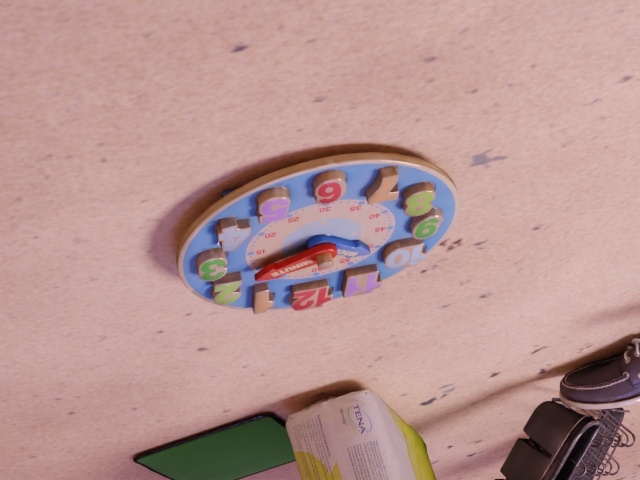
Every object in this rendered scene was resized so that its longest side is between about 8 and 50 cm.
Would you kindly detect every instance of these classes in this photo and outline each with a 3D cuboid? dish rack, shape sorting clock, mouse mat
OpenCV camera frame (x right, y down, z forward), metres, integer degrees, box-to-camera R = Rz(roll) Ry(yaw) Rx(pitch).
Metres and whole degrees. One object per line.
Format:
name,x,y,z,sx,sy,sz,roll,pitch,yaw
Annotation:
dish rack,0.268,0.272,1.649,0.271,0.074,0.208,13,109,-58
shape sorting clock,0.000,0.000,1.060,0.206,0.040,0.206,-13,157,-6
mouse mat,-0.092,0.221,1.545,0.152,0.007,0.190,-19,157,10

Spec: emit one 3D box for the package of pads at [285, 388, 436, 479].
package of pads,0.070,0.286,1.508,0.101,0.229,0.296,-21,157,8

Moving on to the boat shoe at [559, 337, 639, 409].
boat shoe,0.340,0.118,1.530,0.206,0.075,0.065,-15,114,15
